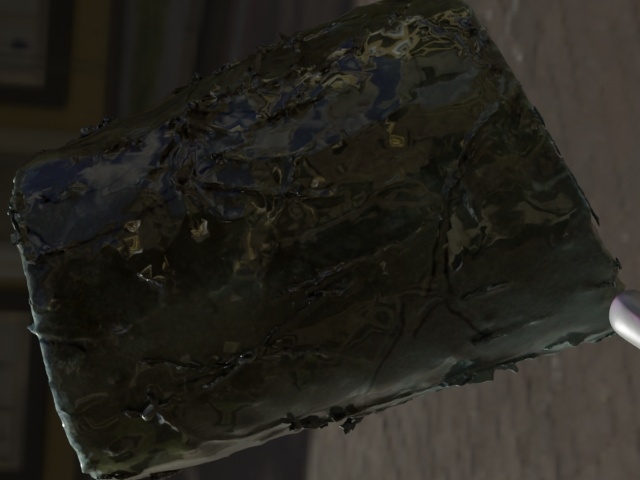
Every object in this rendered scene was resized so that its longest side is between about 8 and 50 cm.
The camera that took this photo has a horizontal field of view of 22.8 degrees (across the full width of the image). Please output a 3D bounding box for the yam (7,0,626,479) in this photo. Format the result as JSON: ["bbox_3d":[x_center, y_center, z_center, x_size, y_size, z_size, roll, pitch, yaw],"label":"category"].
[{"bbox_3d":[0.000,0.000,0.955,0.241,0.348,0.241,160,90,-89],"label":"yam"}]

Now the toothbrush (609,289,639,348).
[{"bbox_3d":[0.212,0.092,0.511,0.286,0.025,0.020,32,137,29],"label":"toothbrush"}]
